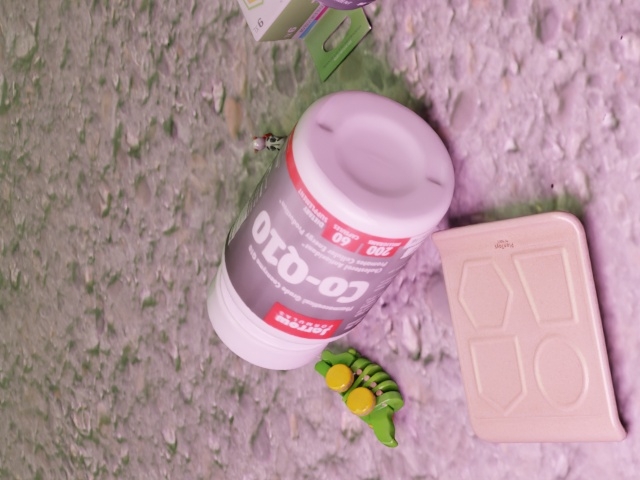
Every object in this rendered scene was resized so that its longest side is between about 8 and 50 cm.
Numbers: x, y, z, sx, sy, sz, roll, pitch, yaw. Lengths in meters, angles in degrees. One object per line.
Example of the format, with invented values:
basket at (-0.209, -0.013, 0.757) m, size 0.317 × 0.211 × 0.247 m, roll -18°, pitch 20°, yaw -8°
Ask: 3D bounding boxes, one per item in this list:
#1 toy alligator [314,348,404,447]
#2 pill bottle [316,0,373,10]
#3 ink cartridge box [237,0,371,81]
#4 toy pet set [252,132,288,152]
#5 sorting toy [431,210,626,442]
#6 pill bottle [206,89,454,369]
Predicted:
toy alligator at (0.034, 0.137, 1.771) m, size 0.051 × 0.056 × 0.189 m, roll -45°, pitch 50°, yaw 1°
pill bottle at (0.075, -0.300, 1.526) m, size 0.246 × 0.130 × 0.130 m, roll -21°, pitch 81°, yaw 55°
ink cartridge box at (-0.036, -0.272, 1.748) m, size 0.109 × 0.062 × 0.209 m, roll -44°, pitch 64°, yaw 49°
toy pet set at (-0.047, -0.050, 1.818) m, size 0.114 × 0.065 × 0.122 m, roll 4°, pitch 102°, yaw 54°
sorting toy at (0.189, 0.081, 1.553) m, size 0.193 × 0.038 × 0.208 m, roll -10°, pitch 95°, yaw 55°
pill bottle at (0.000, 0.000, 1.673) m, size 0.161 × 0.161 × 0.283 m, roll 62°, pitch 143°, yaw 23°
